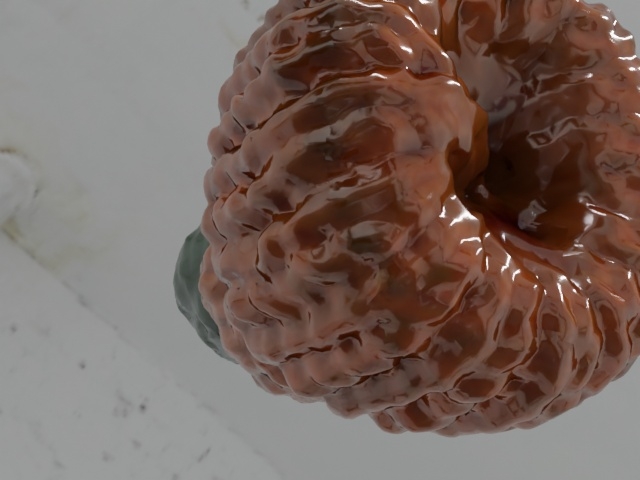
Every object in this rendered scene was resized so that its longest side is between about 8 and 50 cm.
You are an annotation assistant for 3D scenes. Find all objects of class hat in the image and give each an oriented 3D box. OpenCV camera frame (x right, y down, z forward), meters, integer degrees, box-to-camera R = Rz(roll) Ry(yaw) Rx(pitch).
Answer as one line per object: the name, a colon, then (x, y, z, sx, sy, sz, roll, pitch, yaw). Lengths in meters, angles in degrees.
hat: (0.000, 0.000, 0.811, 0.285, 0.285, 0.400, 49, -43, -12)
